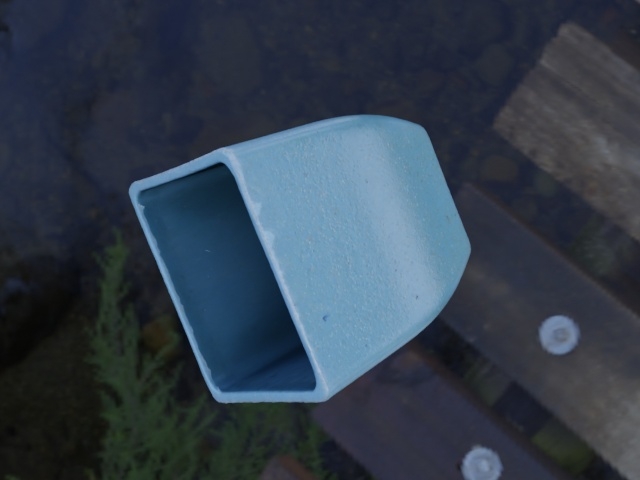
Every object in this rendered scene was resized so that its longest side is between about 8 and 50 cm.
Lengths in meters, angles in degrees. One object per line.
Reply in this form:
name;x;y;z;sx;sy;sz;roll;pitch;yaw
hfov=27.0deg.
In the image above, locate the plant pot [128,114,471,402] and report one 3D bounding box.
plant pot;0.000;0.000;1.347;0.247;0.252;0.248;-13;100;59
